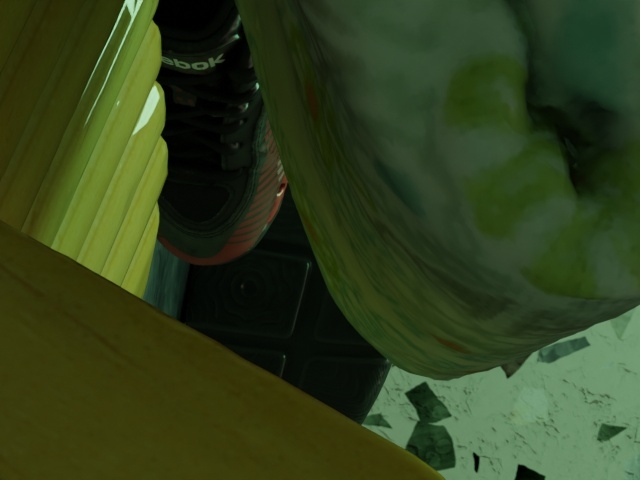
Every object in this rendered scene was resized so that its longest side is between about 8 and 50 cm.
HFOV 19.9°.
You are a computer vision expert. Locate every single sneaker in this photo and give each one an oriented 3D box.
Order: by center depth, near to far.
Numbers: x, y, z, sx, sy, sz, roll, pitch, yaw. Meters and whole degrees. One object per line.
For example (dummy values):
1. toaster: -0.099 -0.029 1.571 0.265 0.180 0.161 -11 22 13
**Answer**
1. sneaker: -0.061 -0.089 0.870 0.135 0.097 0.276 -74 171 -54
2. sneaker: 0.009 -0.030 1.460 0.257 0.169 0.447 57 41 -81

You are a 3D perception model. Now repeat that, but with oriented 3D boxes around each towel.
1. towel: -0.006 -0.143 0.525 0.320 0.090 0.374 79 -9 -84

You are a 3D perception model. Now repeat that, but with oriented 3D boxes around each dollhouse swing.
1. dollhouse swing: -0.028 0.081 0.587 0.305 0.315 0.347 -53 162 -29
